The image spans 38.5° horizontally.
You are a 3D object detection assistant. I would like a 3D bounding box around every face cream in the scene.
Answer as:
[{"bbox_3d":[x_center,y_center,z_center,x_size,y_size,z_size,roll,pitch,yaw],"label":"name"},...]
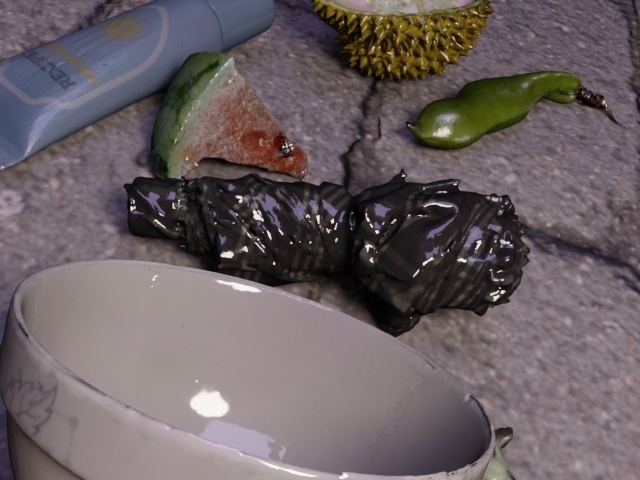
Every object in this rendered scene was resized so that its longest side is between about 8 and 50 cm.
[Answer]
[{"bbox_3d":[-0.203,-0.187,0.945,0.135,0.086,0.385,37,50,23],"label":"face cream"}]

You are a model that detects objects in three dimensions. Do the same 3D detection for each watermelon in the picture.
[{"bbox_3d":[-0.087,-0.127,0.896,0.158,0.121,0.098,-2,22,-25],"label":"watermelon"}]

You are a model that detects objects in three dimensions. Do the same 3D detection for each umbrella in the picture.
[{"bbox_3d":[0.002,0.007,0.769,0.336,0.128,0.154,2,27,-7],"label":"umbrella"}]

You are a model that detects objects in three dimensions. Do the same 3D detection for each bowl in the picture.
[{"bbox_3d":[-0.054,0.127,0.546,0.287,0.144,0.287,16,10,-3],"label":"bowl"}]

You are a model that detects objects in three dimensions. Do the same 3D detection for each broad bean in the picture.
[{"bbox_3d":[0.223,-0.154,1.057,0.318,0.056,0.098,-11,47,-30],"label":"broad bean"}]

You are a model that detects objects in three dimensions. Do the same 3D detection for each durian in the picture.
[{"bbox_3d":[0.075,-0.258,1.065,0.237,0.138,0.193,11,46,-7],"label":"durian"}]

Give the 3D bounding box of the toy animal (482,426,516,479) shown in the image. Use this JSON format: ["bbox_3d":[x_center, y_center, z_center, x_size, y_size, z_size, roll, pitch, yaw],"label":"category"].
[{"bbox_3d":[0.186,0.215,0.625,0.216,0.073,0.176,19,26,-2],"label":"toy animal"}]
